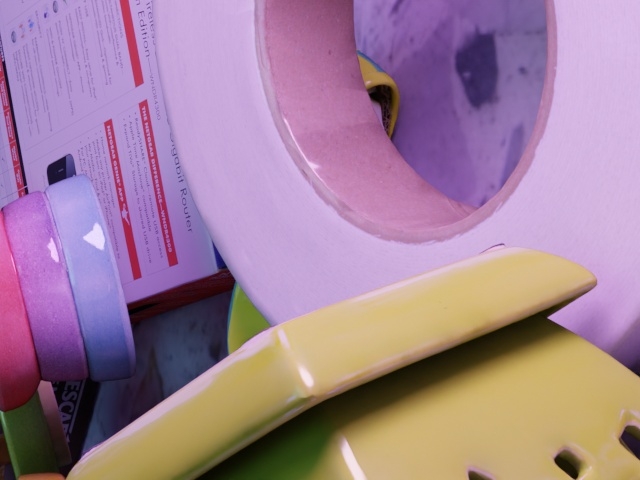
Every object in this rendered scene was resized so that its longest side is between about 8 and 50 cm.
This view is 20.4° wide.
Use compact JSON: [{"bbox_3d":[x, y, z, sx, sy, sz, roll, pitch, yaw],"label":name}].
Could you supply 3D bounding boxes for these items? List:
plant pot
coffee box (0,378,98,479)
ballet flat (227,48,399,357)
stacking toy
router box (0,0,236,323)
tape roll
[{"bbox_3d":[0.034,0.136,0.756,0.227,0.228,0.207,-37,76,42],"label":"plant pot"},{"bbox_3d":[-0.275,0.168,1.411,0.098,0.141,0.247,42,119,53],"label":"coffee box"},{"bbox_3d":[0.000,0.000,1.059,0.077,0.077,0.231,20,101,46],"label":"ballet flat"},{"bbox_3d":[-0.157,0.084,1.191,0.279,0.130,0.309,-132,29,-66],"label":"stacking toy"},{"bbox_3d":[-0.140,-0.116,1.233,0.301,0.082,0.336,-18,81,55],"label":"router box"},{"bbox_3d":[0.057,-0.106,0.881,0.392,0.072,0.392,15,111,46],"label":"tape roll"}]
